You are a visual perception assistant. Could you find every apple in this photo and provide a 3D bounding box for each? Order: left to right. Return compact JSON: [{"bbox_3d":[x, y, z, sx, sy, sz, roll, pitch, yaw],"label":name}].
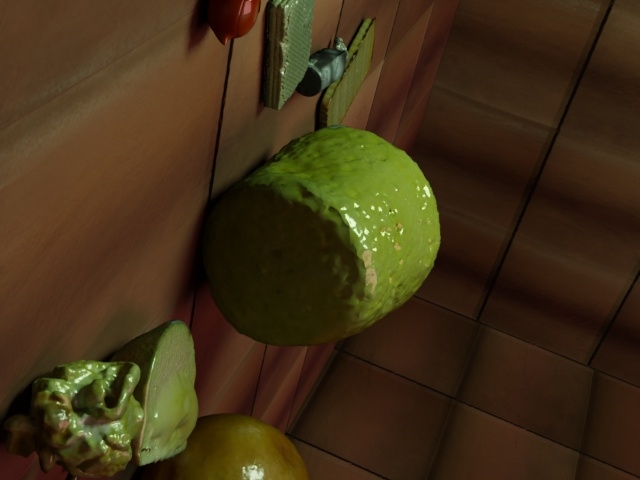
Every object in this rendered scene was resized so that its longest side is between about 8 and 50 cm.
[{"bbox_3d":[-0.238,0.200,1.177,0.265,0.120,0.193,62,38,-80],"label":"apple"}]

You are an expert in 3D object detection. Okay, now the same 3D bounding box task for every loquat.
[{"bbox_3d":[-0.170,0.466,1.519,0.328,0.329,0.328,22,90,-80],"label":"loquat"}]

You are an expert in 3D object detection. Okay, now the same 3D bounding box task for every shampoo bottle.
[{"bbox_3d":[0.008,-0.312,1.533,0.207,0.057,0.063,-54,155,-60],"label":"shampoo bottle"}]

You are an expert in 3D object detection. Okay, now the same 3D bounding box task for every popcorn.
[{"bbox_3d":[-0.270,0.203,0.977,0.162,0.141,0.135,-42,-161,-21],"label":"popcorn"}]

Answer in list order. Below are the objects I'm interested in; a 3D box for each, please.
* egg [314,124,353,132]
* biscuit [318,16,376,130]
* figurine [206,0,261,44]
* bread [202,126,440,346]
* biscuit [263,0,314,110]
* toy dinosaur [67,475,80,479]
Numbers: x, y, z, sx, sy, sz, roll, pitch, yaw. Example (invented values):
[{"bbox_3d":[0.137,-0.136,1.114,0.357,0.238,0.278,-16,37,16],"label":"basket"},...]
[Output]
[{"bbox_3d":[0.021,-0.130,1.663,0.169,0.169,0.231,98,9,-53],"label":"egg"},{"bbox_3d":[0.055,-0.333,1.804,0.172,0.029,0.254,90,24,-62],"label":"biscuit"},{"bbox_3d":[-0.094,-0.299,1.004,0.075,0.068,0.140,-51,158,-66],"label":"figurine"},{"bbox_3d":[0.000,0.000,1.392,0.308,0.348,0.348,-32,144,-63],"label":"bread"},{"bbox_3d":[-0.046,-0.306,1.315,0.199,0.041,0.121,98,16,-51],"label":"biscuit"},{"bbox_3d":[-0.352,0.399,1.194,0.199,0.072,0.251,-61,-175,19],"label":"toy dinosaur"}]
